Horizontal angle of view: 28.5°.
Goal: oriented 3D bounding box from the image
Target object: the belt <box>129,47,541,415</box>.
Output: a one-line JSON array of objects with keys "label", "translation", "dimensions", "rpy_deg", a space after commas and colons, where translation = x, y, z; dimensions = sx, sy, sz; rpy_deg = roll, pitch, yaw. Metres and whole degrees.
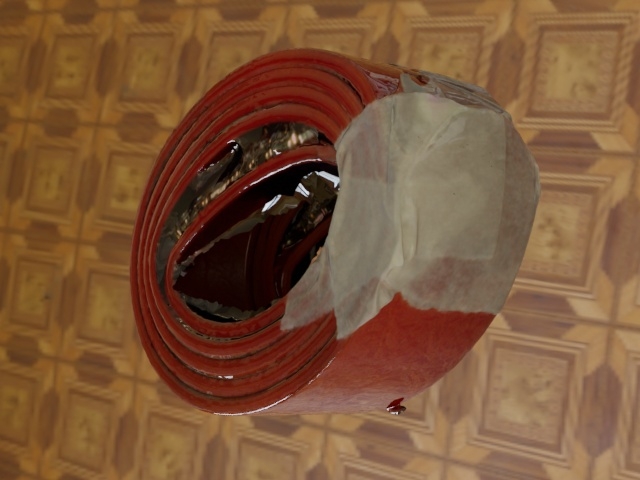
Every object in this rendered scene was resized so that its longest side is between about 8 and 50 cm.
[{"label": "belt", "translation": [0.000, 0.000, 0.810], "dimensions": [0.324, 0.115, 0.227], "rpy_deg": [-22, 69, 50]}]
